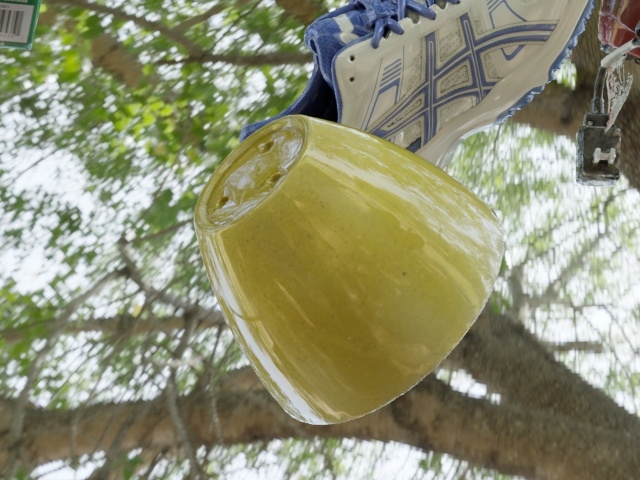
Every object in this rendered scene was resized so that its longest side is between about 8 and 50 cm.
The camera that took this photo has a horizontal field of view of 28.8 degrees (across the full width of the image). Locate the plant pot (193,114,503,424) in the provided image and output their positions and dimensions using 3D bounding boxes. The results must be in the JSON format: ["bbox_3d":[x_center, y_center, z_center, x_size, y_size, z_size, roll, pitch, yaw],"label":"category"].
[{"bbox_3d":[0.000,0.000,0.558,0.134,0.134,0.095,-35,-61,18],"label":"plant pot"}]

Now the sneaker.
[{"bbox_3d":[0.063,-0.125,0.826,0.131,0.112,0.296,27,-70,-31],"label":"sneaker"}]

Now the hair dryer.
[{"bbox_3d":[0.293,-0.189,0.971,0.080,0.223,0.294,19,-114,-16],"label":"hair dryer"}]

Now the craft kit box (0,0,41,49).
[{"bbox_3d":[-0.271,-0.197,0.594,0.249,0.247,0.061,0,-45,-25],"label":"craft kit box"}]
